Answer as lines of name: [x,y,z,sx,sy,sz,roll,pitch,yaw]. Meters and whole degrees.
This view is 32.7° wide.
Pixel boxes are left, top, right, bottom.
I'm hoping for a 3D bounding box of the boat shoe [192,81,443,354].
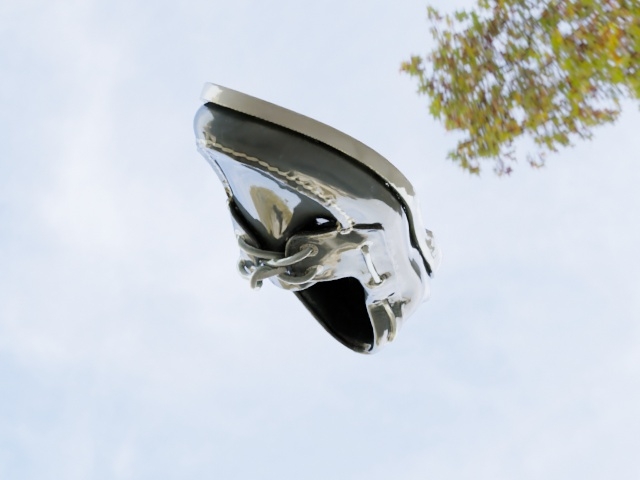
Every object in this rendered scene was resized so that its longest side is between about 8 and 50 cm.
boat shoe: [0.000,0.000,0.709,0.116,0.319,0.099,23,-99,25]
